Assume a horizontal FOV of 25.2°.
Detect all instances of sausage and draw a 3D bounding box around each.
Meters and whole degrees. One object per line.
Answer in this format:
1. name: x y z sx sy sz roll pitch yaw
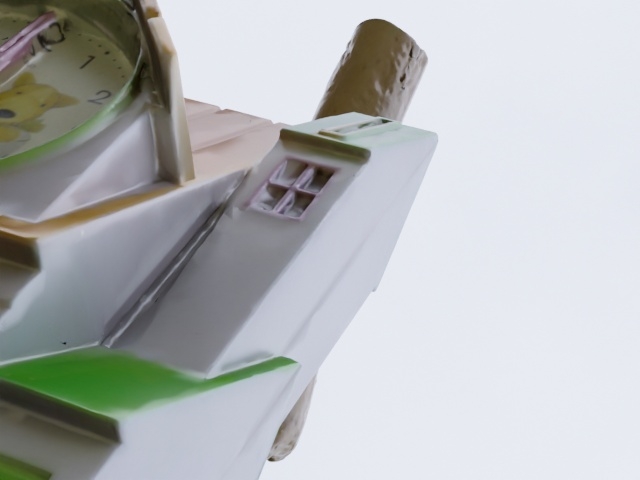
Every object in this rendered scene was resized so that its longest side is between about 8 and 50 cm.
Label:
1. sausage: -0.002 -0.001 0.945 0.066 0.066 0.301 6 -109 40

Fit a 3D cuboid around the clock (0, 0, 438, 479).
1. clock: -0.116 0.012 0.472 0.235 0.309 0.166 16 -48 21
